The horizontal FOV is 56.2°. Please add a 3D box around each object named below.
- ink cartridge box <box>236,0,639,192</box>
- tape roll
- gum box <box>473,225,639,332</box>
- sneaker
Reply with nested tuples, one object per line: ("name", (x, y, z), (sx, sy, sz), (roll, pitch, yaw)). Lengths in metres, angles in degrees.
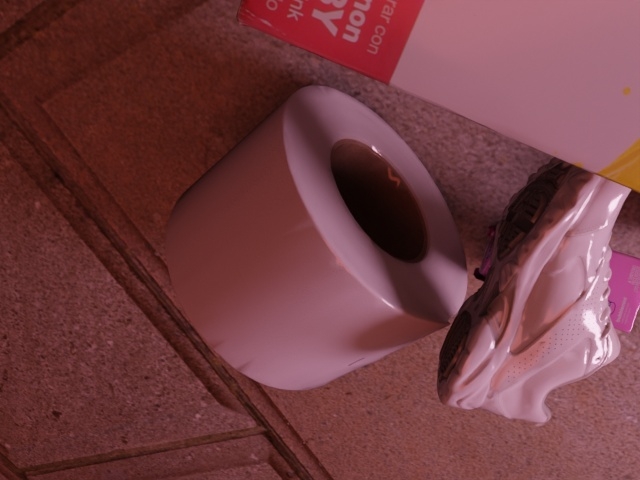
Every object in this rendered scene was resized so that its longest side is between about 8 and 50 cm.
("ink cartridge box", (0.183, -0.167, 0.379), (0.385, 0.279, 0.160), (23, 126, 1))
("tape roll", (0.000, 0.000, 0.577), (0.169, 0.246, 0.246), (-33, 110, 33))
("gum box", (0.218, 0.028, 0.577), (0.107, 0.188, 0.062), (17, 93, 6))
("sneaker", (0.179, 0.039, 0.448), (0.115, 0.090, 0.232), (20, 116, -2))
